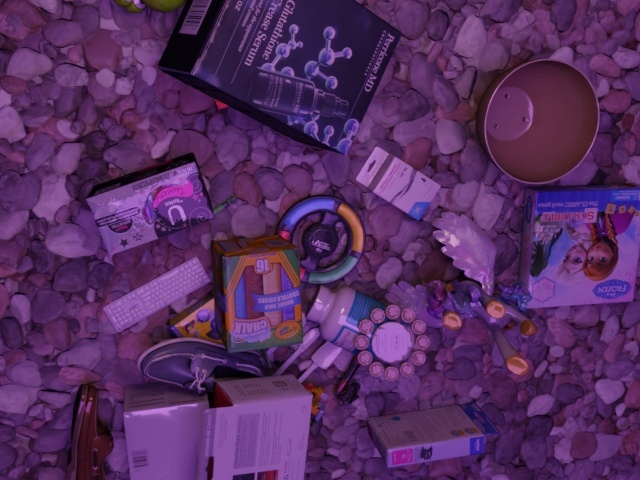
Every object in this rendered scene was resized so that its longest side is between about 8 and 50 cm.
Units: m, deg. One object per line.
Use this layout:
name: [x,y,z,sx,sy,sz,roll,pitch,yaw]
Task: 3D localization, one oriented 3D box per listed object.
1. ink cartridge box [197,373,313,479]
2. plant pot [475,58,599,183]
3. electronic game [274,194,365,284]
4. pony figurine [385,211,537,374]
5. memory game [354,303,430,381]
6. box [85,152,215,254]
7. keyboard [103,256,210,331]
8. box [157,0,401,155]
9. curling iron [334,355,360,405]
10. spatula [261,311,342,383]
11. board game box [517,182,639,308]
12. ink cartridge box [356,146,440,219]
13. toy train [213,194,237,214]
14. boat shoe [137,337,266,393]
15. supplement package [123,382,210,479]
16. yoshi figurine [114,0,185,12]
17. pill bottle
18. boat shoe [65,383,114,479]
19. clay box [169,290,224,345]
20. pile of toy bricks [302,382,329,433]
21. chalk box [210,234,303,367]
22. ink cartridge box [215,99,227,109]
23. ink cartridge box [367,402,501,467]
ink cartridge box: [-0.177,0.491,1.787,0.271,0.130,0.310,0,105,-27]
plant pot: [0.485,-0.292,1.809,0.283,0.191,0.284,-3,106,-12]
electronic game: [0.000,0.000,1.864,0.229,0.048,0.230,-3,106,-11]
pony figurine: [0.369,0.143,1.861,0.350,0.363,0.303,34,104,-3]
memory game: [0.170,0.244,1.807,0.186,0.012,0.186,0,93,-5]
box: [-0.375,-0.083,1.699,0.247,0.163,0.142,-20,107,-5]
keyboard: [-0.395,0.130,1.835,0.255,0.014,0.072,-29,109,-3]
box: [-0.082,-0.397,1.581,0.395,0.212,0.294,23,92,-35]
curling iron: [0.112,0.307,1.984,0.068,0.035,0.274,20,96,-38]
spatula: [-0.076,0.313,1.951,0.168,0.019,0.242,41,94,-20]
board game box: [0.687,0.014,2.003,0.318,0.066,0.318,-3,106,-11]
ink cartridge box: [0.189,-0.140,1.857,0.180,0.060,0.104,30,98,-18]
toy train: [-0.232,-0.081,1.804,0.083,0.024,0.017,-35,109,-1]
boat shoe: [-0.273,0.308,1.807,0.319,0.099,0.116,9,118,-31]
supplement package: [-0.372,0.496,1.872,0.203,0.145,0.262,-5,106,-11]
yoshi figurine: [-0.290,-0.618,1.557,0.203,0.203,0.362,27,102,-24]
pill bottle: [0.098,0.207,1.879,0.264,0.146,0.146,27,99,-6]
boat shoe: [-0.559,0.486,1.859,0.104,0.111,0.308,7,114,-17]
clay box: [-0.243,0.189,1.862,0.222,0.053,0.127,-35,110,0]
pile of toy bricks: [-0.071,0.469,1.950,0.105,0.118,0.212,26,109,-2]
chalk box: [-0.149,0.149,1.752,0.179,0.180,0.289,-5,102,-17]
ink cartridge box: [-0.165,-0.389,1.722,0.179,0.045,0.146,-18,108,-9]
ink cartridge box: [0.297,0.509,1.996,0.310,0.186,0.065,-8,104,-10]
